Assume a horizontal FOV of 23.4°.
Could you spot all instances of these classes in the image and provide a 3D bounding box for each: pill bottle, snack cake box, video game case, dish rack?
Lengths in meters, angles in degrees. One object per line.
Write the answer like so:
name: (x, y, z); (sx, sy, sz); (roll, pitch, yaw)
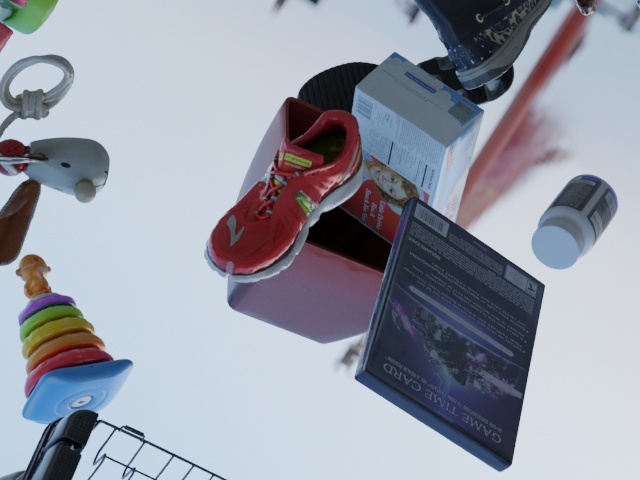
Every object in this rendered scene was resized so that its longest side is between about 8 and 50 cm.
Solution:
pill bottle: (0.328, -0.023, 2.007); (0.078, 0.078, 0.137); (34, -139, 10)
snack cake box: (0.118, -0.107, 2.083); (0.152, 0.089, 0.264); (35, 148, 18)
video game case: (0.148, 0.097, 1.691); (0.196, 0.026, 0.274); (34, -136, -14)
dish rack: (-0.162, 0.293, 1.470); (0.271, 0.074, 0.208); (27, -126, -11)

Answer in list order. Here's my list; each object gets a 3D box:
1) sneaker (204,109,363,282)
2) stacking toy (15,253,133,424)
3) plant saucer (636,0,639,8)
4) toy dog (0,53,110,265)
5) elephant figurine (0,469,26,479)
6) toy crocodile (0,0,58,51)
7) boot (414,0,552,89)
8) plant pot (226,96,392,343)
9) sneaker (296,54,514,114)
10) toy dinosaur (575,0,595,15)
sneaker: (-0.046, -0.064, 1.854); (0.107, 0.118, 0.279); (27, -128, 20)
stacking toy: (-0.463, 0.152, 2.674); (0.175, 0.166, 0.302); (-8, -120, -35)
plant saucer: (0.380, -0.235, 1.562); (0.119, 0.021, 0.119); (-1, 176, 0)
toy dog: (-0.406, -0.062, 1.774); (0.220, 0.334, 0.161); (83, 168, -49)
elephant figurine: (-0.364, 0.340, 1.923); (0.186, 0.169, 0.239); (19, -138, 24)
toy crocodile: (-0.279, -0.146, 1.153); (0.115, 0.340, 0.105); (29, 177, -29)
boot: (0.157, -0.290, 1.625); (0.178, 0.085, 0.236); (49, -137, -21)
plant pot: (0.000, 0.000, 2.259); (0.267, 0.236, 0.267); (22, -136, -25)
sneaker: (0.126, -0.214, 2.379); (0.330, 0.122, 0.146); (-8, 173, -5)
toy dinosaur: (0.393, -0.434, 1.988); (0.127, 0.296, 0.200); (35, 152, 47)
